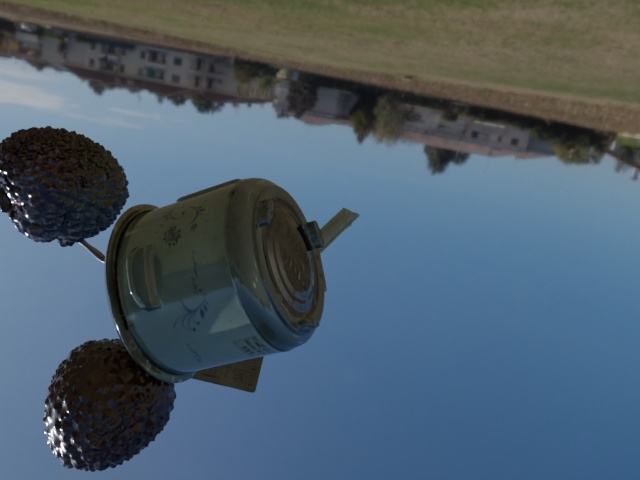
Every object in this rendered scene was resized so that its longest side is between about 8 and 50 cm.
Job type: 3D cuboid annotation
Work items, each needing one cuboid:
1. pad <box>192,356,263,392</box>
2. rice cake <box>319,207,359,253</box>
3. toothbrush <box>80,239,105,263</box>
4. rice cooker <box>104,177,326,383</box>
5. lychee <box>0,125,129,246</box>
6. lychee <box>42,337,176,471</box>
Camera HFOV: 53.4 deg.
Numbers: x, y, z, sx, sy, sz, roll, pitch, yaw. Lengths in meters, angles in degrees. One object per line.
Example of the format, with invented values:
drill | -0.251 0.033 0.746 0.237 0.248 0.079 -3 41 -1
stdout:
pad | -0.248 0.236 1.425 0.264 0.160 0.009 8 165 19
rice cake | 0.001 0.000 1.051 0.171 0.029 0.033 -42 -162 -28
toothbrush | -0.431 0.000 1.146 0.193 0.013 0.019 30 171 37
rice cooker | -0.155 0.056 0.907 0.316 0.264 0.317 -11 169 -2
lychee | -0.156 -0.032 0.374 0.083 0.068 0.067 -7 165 -32
lychee | -0.310 0.230 0.954 0.200 0.238 0.200 27 171 5
